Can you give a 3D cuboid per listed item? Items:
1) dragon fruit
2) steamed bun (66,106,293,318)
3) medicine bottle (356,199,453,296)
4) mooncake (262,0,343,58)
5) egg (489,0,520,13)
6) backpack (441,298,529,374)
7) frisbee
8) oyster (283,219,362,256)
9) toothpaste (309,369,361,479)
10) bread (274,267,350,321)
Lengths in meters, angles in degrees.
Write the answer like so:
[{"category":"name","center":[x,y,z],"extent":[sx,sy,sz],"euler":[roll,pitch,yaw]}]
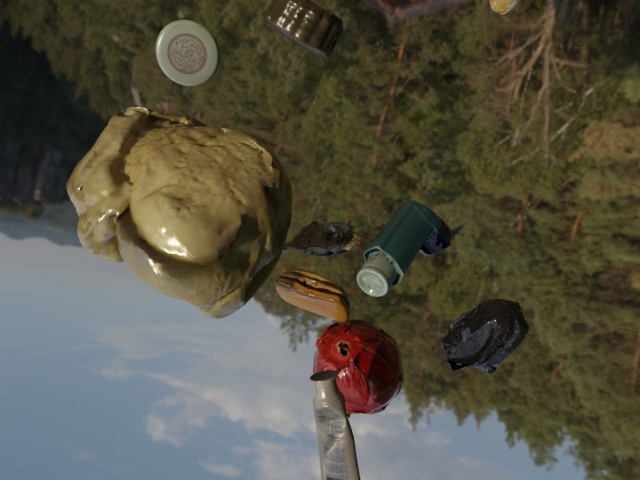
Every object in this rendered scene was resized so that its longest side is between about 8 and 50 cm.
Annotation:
[{"category":"dragon fruit","center":[0.092,0.315,1.267],"extent":[0.240,0.252,0.241],"euler":[-11,-151,6]},{"category":"steamed bun","center":[-0.215,-0.047,0.823],"extent":[0.372,0.230,0.324],"euler":[31,-134,22]},{"category":"medicine bottle","center":[0.162,0.019,0.983],"extent":[0.079,0.124,0.258],"euler":[-26,-166,45]},{"category":"mooncake","center":[-0.046,-0.627,1.457],"extent":[0.228,0.124,0.228],"euler":[30,-163,-10]},{"category":"egg","center":[0.432,-0.568,1.170],"extent":[0.071,0.071,0.083],"euler":[10,166,-13]},{"category":"backpack","center":[0.314,0.176,0.964],"extent":[0.119,0.165,0.106],"euler":[14,-141,-21]},{"category":"frisbee","center":[-0.231,-0.326,0.886],"extent":[0.110,0.110,0.014],"euler":[10,-155,-13]},{"category":"oyster","center":[0.005,0.000,0.956],"extent":[0.177,0.056,0.105],"euler":[-6,-161,34]},{"category":"toothpaste","center":[0.027,0.388,0.981],"extent":[0.096,0.266,0.061],"euler":[-7,-177,30]},{"category":"bread","center":[-0.015,0.132,1.256],"extent":[0.200,0.077,0.116],"euler":[16,145,25]}]
